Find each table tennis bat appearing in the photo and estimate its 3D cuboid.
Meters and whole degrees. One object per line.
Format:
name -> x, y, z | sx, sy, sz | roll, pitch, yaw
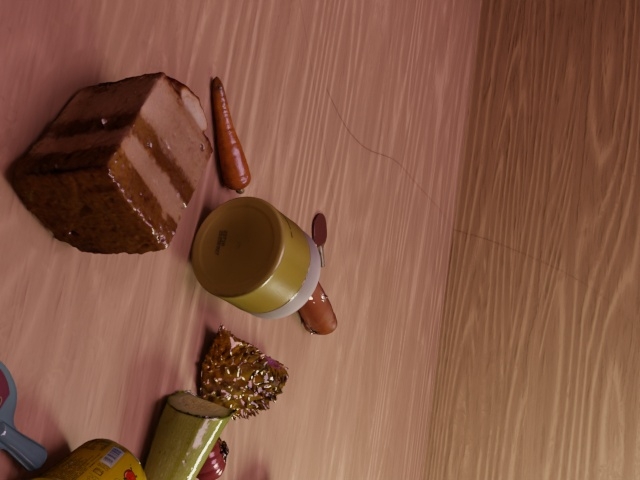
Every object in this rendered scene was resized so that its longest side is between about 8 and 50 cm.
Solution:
table tennis bat -> 0.000, 0.000, 1.973 | 0.087, 0.013, 0.157 | -37, 125, -61
table tennis bat -> -0.474, 0.259, 0.989 | 0.244, 0.040, 0.153 | 63, 39, -41

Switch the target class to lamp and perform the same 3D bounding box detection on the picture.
lamp -> -0.237, 0.445, 1.445 | 0.107, 0.092, 0.108 | 161, -90, -89

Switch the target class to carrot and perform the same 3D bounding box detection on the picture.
carrot -> -0.195, -0.217, 1.476 | 0.061, 0.061, 0.257 | -43, 128, -55

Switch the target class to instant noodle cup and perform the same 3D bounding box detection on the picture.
instant noodle cup -> -0.365, 0.408, 1.094 | 0.144, 0.182, 0.182 | -46, 135, -65

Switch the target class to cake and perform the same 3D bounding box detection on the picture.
cake -> -0.308, -0.141, 1.097 | 0.196, 0.198, 0.293 | 59, 38, -43

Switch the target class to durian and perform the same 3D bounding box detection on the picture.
durian -> -0.157, 0.325, 1.575 | 0.341, 0.112, 0.191 | 52, 46, -58

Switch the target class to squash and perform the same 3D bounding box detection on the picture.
squash -> -0.288, 0.423, 1.331 | 0.288, 0.137, 0.137 | -62, 147, -23

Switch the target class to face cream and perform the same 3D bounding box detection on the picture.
face cream -> -0.132, 0.039, 1.456 | 0.179, 0.218, 0.218 | 40, 58, -59

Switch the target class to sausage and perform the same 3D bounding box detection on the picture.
sausage -> -0.044, 0.129, 1.803 | 0.094, 0.094, 0.419 | -49, 142, -19
